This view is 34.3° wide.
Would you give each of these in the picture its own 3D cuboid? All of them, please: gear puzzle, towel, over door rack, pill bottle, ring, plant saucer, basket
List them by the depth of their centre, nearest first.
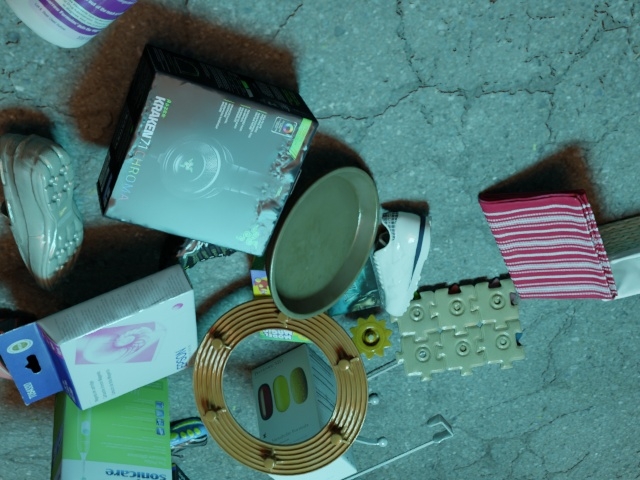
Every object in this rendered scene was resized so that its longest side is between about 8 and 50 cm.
[{"bbox_3d":[-0.263,-0.397,1.332,0.301,0.169,0.169,-33,131,20],"label":"pill bottle"},{"bbox_3d":[0.000,0.000,1.753,0.278,0.041,0.278,-33,135,-39],"label":"plant saucer"},{"bbox_3d":[0.414,0.013,1.879,0.198,0.031,0.275,-1,135,33],"label":"towel"},{"bbox_3d":[-0.079,0.270,1.888,0.336,0.032,0.337,2,99,13],"label":"ring"},{"bbox_3d":[0.594,0.027,1.952,0.167,0.103,0.113,-13,135,3],"label":"basket"},{"bbox_3d":[0.221,0.180,2.011,0.338,0.176,0.044,-8,177,-3],"label":"gear puzzle"},{"bbox_3d":[0.130,0.370,2.096,0.324,0.240,0.108,-38,128,24],"label":"over door rack"}]

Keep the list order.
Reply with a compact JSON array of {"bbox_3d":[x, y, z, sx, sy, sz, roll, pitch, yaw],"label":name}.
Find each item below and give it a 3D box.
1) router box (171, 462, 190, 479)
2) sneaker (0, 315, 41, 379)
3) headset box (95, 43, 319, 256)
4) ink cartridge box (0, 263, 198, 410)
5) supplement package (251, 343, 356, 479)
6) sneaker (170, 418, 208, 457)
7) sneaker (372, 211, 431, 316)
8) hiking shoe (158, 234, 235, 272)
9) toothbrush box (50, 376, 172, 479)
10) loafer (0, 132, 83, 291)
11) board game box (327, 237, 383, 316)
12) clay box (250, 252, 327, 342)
[{"bbox_3d":[-0.289,0.683,2.314,0.081,0.243,0.309,-20,134,8],"label":"router box"},{"bbox_3d":[-0.619,0.191,1.894,0.313,0.116,0.136,23,152,-35],"label":"sneaker"},{"bbox_3d":[-0.168,-0.130,1.594,0.283,0.131,0.246,16,112,-24],"label":"headset box"},{"bbox_3d":[-0.377,0.195,1.822,0.330,0.071,0.324,-23,156,-16],"label":"ink cartridge box"},{"bbox_3d":[-0.036,0.353,2.044,0.139,0.244,0.134,-28,133,15],"label":"supplement package"},{"bbox_3d":[-0.326,0.435,2.190,0.188,0.067,0.078,-15,128,-1],"label":"sneaker"},{"bbox_3d":[0.139,0.041,1.903,0.094,0.090,0.235,9,128,-3],"label":"sneaker"},{"bbox_3d":[-0.192,0.008,1.793,0.114,0.086,0.227,27,122,-28],"label":"hiking shoe"},{"bbox_3d":[-0.401,0.391,1.983,0.206,0.283,0.122,10,130,-21],"label":"toothbrush box"},{"bbox_3d":[-0.460,-0.046,1.691,0.111,0.112,0.320,24,135,15],"label":"loafer"},{"bbox_3d":[0.041,0.066,1.936,0.126,0.026,0.186,-14,134,3],"label":"board game box"},{"bbox_3d":[-0.054,0.119,1.928,0.127,0.053,0.222,4,134,9],"label":"clay box"}]
